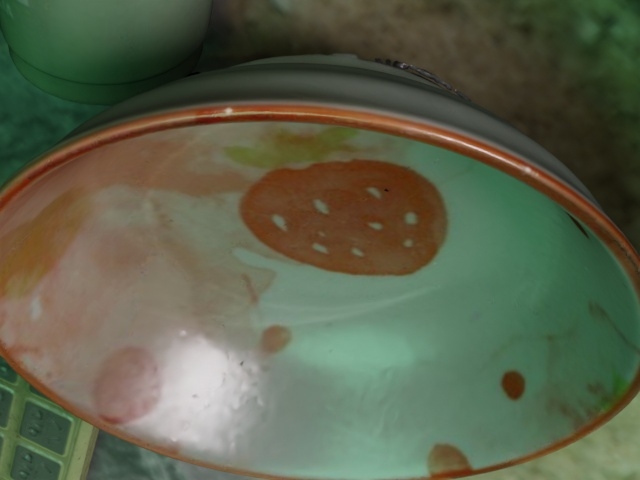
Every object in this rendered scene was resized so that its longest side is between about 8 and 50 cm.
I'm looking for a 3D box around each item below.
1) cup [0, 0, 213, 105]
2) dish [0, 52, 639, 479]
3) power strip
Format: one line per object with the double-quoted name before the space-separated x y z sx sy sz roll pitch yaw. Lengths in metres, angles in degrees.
"cup" -0.080 -0.128 0.661 0.120 0.120 0.141 17 140 11
"dish" 0.000 0.000 0.691 0.260 0.085 0.260 5 146 3
"power strip" -0.133 0.053 0.841 0.076 0.028 0.169 24 127 8
